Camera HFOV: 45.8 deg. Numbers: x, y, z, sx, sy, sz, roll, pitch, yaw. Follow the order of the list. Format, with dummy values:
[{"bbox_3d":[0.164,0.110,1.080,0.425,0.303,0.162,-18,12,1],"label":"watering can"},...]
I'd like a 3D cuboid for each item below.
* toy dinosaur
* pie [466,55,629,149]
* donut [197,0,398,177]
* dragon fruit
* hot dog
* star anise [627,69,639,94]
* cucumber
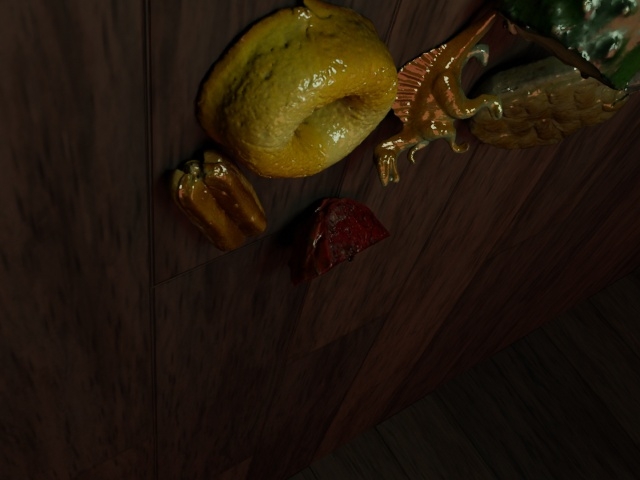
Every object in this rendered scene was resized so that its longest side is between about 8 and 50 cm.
[{"bbox_3d":[0.122,-0.168,0.813,0.142,0.057,0.212,-11,119,-15],"label":"toy dinosaur"},{"bbox_3d":[0.279,-0.167,0.938,0.195,0.046,0.195,-4,159,-2],"label":"pie"},{"bbox_3d":[-0.009,-0.121,0.674,0.174,0.075,0.190,-43,157,17],"label":"donut"},{"bbox_3d":[0.000,0.000,0.930,0.106,0.083,0.162,-29,-177,34],"label":"dragon fruit"},{"bbox_3d":[-0.098,-0.036,0.754,0.071,0.045,0.165,-36,158,-4],"label":"hot dog"},{"bbox_3d":[0.473,-0.297,0.952,0.331,0.118,0.332,-35,165,-11],"label":"star anise"},{"bbox_3d":[0.314,-0.300,0.684,0.325,0.145,0.105,-52,153,14],"label":"cucumber"}]
